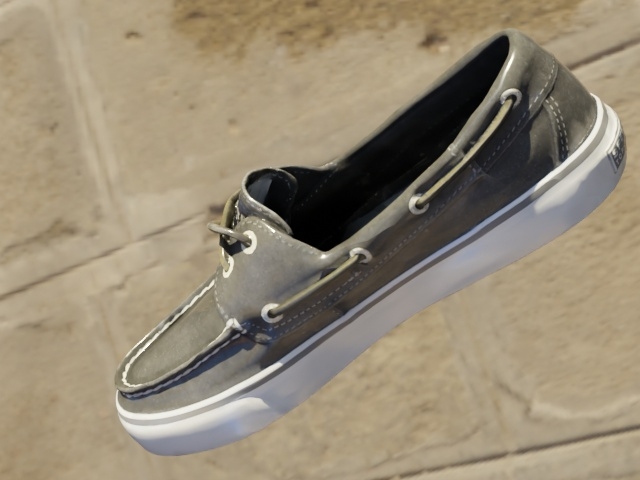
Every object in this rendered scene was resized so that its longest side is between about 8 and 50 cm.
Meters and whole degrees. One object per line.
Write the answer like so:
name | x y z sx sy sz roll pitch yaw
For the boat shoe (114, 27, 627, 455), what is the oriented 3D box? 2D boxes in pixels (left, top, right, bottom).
boat shoe | 0.000 0.000 0.538 0.228 0.080 0.076 -30 119 24
